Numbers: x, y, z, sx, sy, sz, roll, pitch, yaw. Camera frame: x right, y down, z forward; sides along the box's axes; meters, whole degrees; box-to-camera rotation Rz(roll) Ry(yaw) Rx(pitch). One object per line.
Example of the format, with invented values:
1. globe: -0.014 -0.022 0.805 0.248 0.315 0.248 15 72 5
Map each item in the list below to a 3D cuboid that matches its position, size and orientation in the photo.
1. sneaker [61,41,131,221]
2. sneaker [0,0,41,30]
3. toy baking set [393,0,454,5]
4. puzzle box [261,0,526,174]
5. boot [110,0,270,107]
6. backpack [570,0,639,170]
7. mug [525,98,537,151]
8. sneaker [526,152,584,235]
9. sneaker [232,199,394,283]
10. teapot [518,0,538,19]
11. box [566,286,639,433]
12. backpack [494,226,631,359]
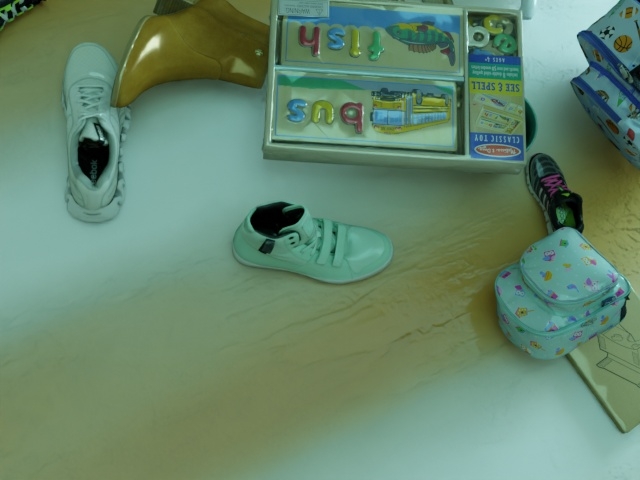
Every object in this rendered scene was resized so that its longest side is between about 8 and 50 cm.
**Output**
1. sneaker: -0.346 -0.181 1.660 0.110 0.118 0.292 -4 73 -9
2. sneaker: -0.487 -0.396 1.718 0.097 0.084 0.234 19 71 -4
3. toy baking set: 0.123 -0.466 1.868 0.197 0.030 0.256 -40 83 -18
4. puzzle box: 0.116 -0.246 1.695 0.409 0.052 0.272 3 73 -4
5. boot: -0.189 -0.282 1.696 0.211 0.104 0.295 24 52 -6
6. backpack: 0.531 -0.258 1.766 0.213 0.276 0.263 -31 70 7
7. mug: 0.288 -0.183 1.774 0.158 0.097 0.129 -38 82 -18
8. sneaker: 0.391 -0.072 1.769 0.063 0.075 0.170 -12 75 -13
9. sneaker: 0.000 0.000 1.642 0.256 0.151 0.094 3 71 -10
10. teapot: 0.440 -0.523 1.816 0.253 0.256 0.187 -15 63 -3
11. box: 0.487 0.182 1.736 0.164 0.021 0.201 -32 80 -17
12. backpack: 0.365 0.084 1.676 0.188 0.144 0.166 -33 56 -8
